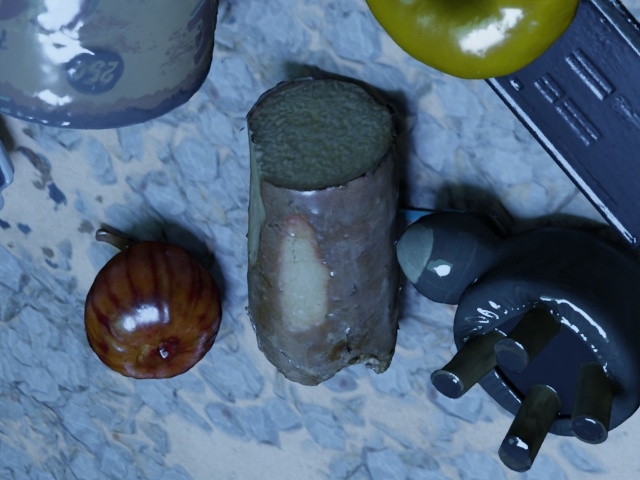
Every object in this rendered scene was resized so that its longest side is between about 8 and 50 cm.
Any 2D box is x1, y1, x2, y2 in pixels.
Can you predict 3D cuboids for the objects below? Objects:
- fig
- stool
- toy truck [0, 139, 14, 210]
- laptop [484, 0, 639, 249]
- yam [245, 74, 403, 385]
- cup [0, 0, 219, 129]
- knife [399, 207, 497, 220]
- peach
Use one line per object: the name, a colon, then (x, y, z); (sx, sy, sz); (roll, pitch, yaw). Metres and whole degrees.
fig: (-0.154, 0.060, 1.738); (0.128, 0.128, 0.150); (63, 163, -20)
stool: (0.154, 0.076, 1.490); (0.228, 0.139, 0.153); (18, 135, 24)
toy truck: (-0.448, -0.064, 1.813); (0.367, 0.175, 0.146); (-2, 123, 39)
laptop: (0.205, -0.093, 1.403); (0.197, 0.016, 0.135); (47, 137, -5)
yam: (0.002, 0.000, 1.558); (0.128, 0.129, 0.238); (14, 134, 16)
cup: (-0.185, -0.271, 1.448); (0.301, 0.227, 0.257); (53, 140, 37)
knife: (0.100, -0.020, 1.551); (0.091, 0.005, 0.014); (5, 131, 34)
peach: (0.100, -0.198, 1.334); (0.179, 0.103, 0.179); (22, 131, 27)
